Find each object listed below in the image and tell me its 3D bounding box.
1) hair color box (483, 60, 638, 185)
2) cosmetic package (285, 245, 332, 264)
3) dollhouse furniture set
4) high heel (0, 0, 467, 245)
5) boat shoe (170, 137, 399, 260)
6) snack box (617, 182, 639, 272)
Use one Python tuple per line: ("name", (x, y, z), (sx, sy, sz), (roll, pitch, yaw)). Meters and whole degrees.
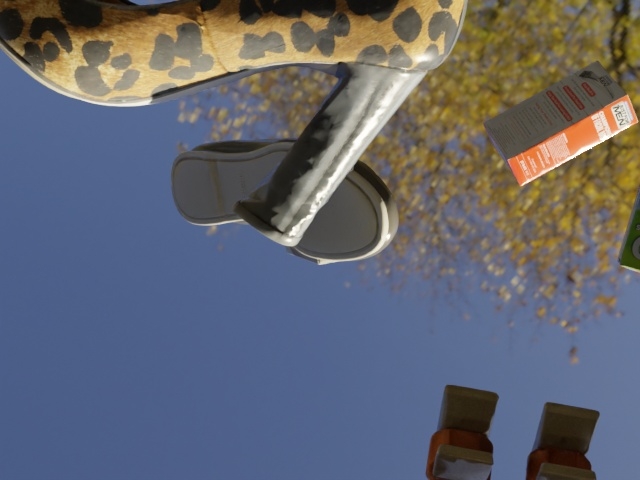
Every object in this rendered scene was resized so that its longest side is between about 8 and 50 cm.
("hair color box", (0.302, -0.149, 1.543), (0.053, 0.167, 0.093), (56, -172, -38))
("cosmetic package", (0.000, 0.000, 1.589), (0.060, 0.115, 0.041), (-10, -79, -23))
("dollhouse furniture set", (0.174, 0.264, 0.868), (0.259, 0.135, 0.262), (9, -132, 5))
("high heel", (-0.062, -0.142, 0.617), (0.261, 0.186, 0.093), (36, -162, -3))
("boat shoe", (-0.024, -0.053, 1.203), (0.095, 0.112, 0.335), (-17, -162, -37))
("snack box", (0.168, -0.045, 0.408), (0.100, 0.141, 0.037), (17, -176, 13))
